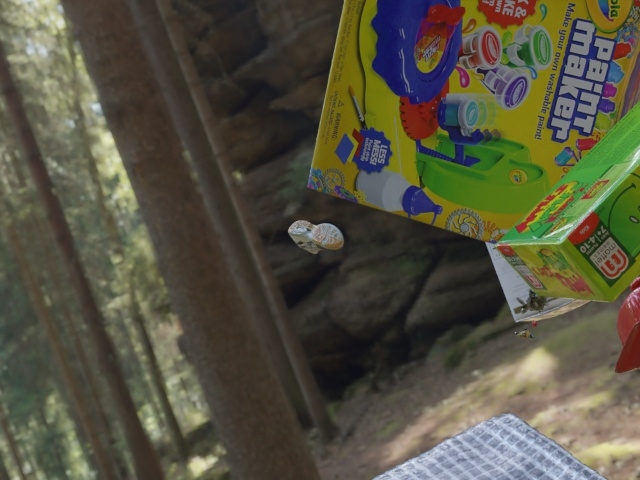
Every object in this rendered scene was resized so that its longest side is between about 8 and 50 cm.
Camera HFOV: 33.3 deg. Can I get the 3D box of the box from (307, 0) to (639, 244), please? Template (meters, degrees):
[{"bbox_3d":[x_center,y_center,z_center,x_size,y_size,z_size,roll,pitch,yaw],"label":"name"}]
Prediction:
[{"bbox_3d":[0.171,-0.164,1.057,0.279,0.289,0.177,17,18,20],"label":"box"}]

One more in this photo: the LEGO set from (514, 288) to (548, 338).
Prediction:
[{"bbox_3d":[0.275,0.087,1.365,0.054,0.083,0.023,-10,15,-31],"label":"LEGO set"}]

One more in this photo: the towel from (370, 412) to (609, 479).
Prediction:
[{"bbox_3d":[0.216,0.335,1.289,0.235,0.121,0.284,-22,26,-22],"label":"towel"}]

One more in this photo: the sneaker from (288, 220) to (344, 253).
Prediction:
[{"bbox_3d":[0.000,0.000,1.286,0.083,0.037,0.032,18,56,43],"label":"sneaker"}]

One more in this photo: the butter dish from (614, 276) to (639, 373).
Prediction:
[{"bbox_3d":[0.497,0.103,1.575,0.160,0.118,0.160,-16,-35,-9],"label":"butter dish"}]

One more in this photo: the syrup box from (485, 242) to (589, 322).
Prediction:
[{"bbox_3d":[0.277,-0.012,1.453,0.096,0.236,0.093,-25,-14,23],"label":"syrup box"}]

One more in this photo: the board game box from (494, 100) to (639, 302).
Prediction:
[{"bbox_3d":[0.187,-0.044,0.589,0.181,0.043,0.092,-44,7,-9],"label":"board game box"}]
